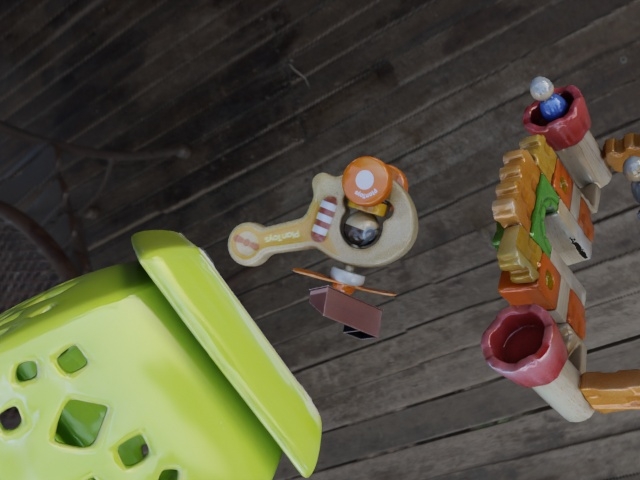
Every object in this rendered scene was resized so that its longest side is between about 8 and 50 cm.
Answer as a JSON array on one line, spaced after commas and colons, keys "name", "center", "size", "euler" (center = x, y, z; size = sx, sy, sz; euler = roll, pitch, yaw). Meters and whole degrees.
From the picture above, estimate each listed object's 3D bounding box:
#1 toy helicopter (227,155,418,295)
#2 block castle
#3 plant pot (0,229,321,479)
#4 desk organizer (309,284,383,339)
[{"name": "toy helicopter", "center": [0.000, 0.000, 1.160], "size": [0.354, 0.140, 0.235], "euler": [-11, 86, 20]}, {"name": "block castle", "center": [0.364, -0.034, 0.756], "size": [0.303, 0.213, 0.453], "euler": [-16, 42, 42]}, {"name": "plant pot", "center": [-0.139, 0.121, 0.504], "size": [0.207, 0.228, 0.227], "euler": [-37, 104, -12]}, {"name": "desk organizer", "center": [0.041, 0.120, 1.071], "size": [0.047, 0.130, 0.050], "euler": [-16, 56, 47]}]
